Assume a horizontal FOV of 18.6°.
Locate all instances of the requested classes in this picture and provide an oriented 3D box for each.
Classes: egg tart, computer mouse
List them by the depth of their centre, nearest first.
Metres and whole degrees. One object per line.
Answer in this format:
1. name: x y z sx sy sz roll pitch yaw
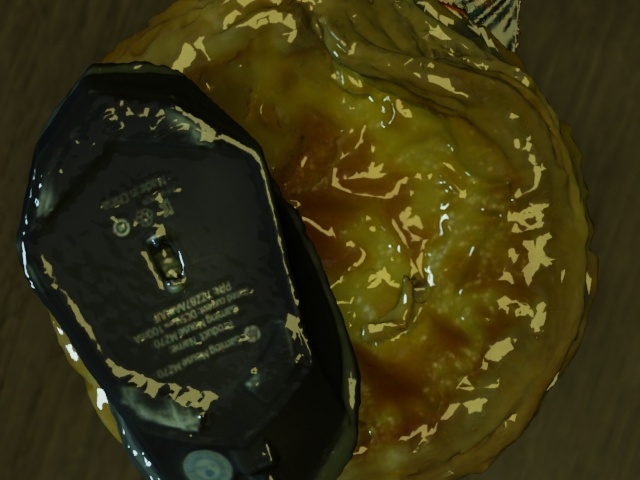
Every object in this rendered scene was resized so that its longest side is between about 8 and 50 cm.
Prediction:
1. computer mouse: -0.051 0.019 0.767 0.105 0.062 0.192 -21 98 11
2. egg tart: 0.000 0.000 0.838 0.241 0.106 0.241 0 94 4

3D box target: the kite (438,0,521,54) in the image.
1. kite: 0.031 -0.121 0.884 0.183 0.010 0.160 -43 88 2
